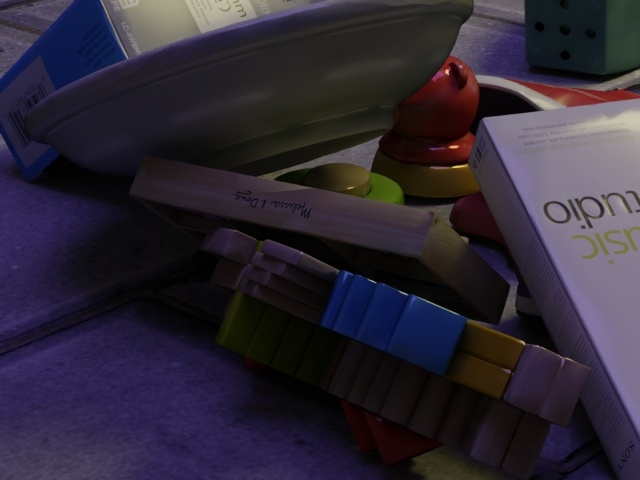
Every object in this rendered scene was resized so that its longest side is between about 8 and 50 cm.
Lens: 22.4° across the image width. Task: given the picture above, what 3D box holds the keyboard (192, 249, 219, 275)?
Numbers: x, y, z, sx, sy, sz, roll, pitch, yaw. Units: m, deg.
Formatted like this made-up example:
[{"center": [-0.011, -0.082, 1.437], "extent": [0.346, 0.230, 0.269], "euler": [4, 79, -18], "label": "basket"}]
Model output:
[{"center": [-0.022, 0.026, 1.413], "extent": [0.108, 0.023, 0.180], "euler": [-18, 29, -34], "label": "keyboard"}]

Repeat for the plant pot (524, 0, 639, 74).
[{"center": [0.345, -0.301, 2.003], "extent": [0.166, 0.165, 0.234], "euler": [12, 34, 28], "label": "plant pot"}]

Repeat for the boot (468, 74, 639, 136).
[{"center": [0.255, -0.133, 1.699], "extent": [0.244, 0.088, 0.176], "euler": [16, 27, 18], "label": "boot"}]

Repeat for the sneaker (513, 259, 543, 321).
[{"center": [0.298, -0.007, 1.317], "extent": [0.283, 0.124, 0.107], "euler": [-4, 8, -9], "label": "sneaker"}]

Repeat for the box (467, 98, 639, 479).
[{"center": [0.272, 0.025, 1.189], "extent": [0.232, 0.058, 0.322], "euler": [-9, 52, -17], "label": "box"}]

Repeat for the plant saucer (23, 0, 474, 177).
[{"center": [-0.050, -0.114, 1.402], "extent": [0.401, 0.100, 0.400], "euler": [-17, 0, 0], "label": "plant saucer"}]

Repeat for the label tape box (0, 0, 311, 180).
[{"center": [-0.136, -0.197, 1.676], "extent": [0.348, 0.115, 0.249], "euler": [-21, -8, -41], "label": "label tape box"}]

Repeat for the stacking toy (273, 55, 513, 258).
[{"center": [0.112, -0.079, 1.493], "extent": [0.280, 0.130, 0.309], "euler": [-14, 26, -37], "label": "stacking toy"}]

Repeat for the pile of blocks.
[{"center": [0.020, 0.084, 1.137], "extent": [0.149, 0.112, 0.362], "euler": [26, -5, -41], "label": "pile of blocks"}]

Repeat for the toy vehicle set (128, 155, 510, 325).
[{"center": [0.000, 0.000, 1.275], "extent": [0.267, 0.035, 0.166], "euler": [12, -14, 31], "label": "toy vehicle set"}]
